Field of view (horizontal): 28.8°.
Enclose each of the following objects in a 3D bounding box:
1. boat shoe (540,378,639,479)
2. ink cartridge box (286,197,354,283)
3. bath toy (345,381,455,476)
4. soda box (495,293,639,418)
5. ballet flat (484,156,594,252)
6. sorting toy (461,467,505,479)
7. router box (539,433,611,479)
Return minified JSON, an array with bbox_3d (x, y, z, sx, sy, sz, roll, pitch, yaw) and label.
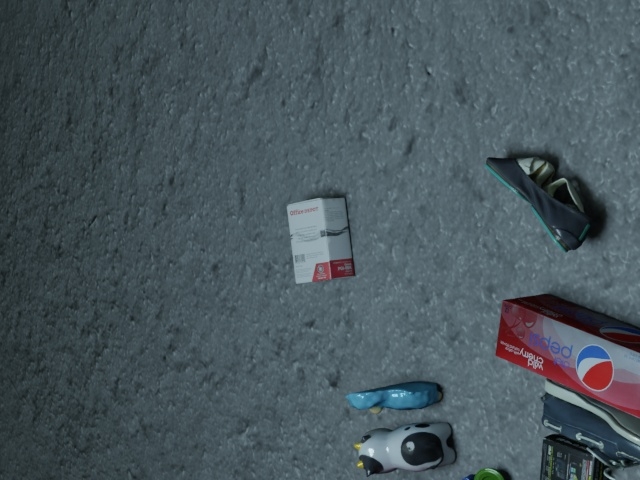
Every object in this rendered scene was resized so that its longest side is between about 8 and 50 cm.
[{"bbox_3d":[0.375,0.250,1.597,0.254,0.095,0.079,23,110,50],"label":"boat shoe"},{"bbox_3d":[0.000,0.000,2.080,0.099,0.056,0.135,-9,87,52],"label":"ink cartridge box"},{"bbox_3d":[0.131,0.394,1.897,0.151,0.129,0.348,-21,77,50],"label":"bath toy"},{"bbox_3d":[0.353,0.147,1.616,0.263,0.092,0.083,21,111,49],"label":"soda box"},{"bbox_3d":[0.302,-0.066,1.689,0.203,0.074,0.074,54,133,42],"label":"ballet flat"},{"bbox_3d":[0.239,0.369,1.835,0.061,0.042,0.102,46,117,20],"label":"sorting toy"},{"bbox_3d":[0.344,0.333,1.691,0.092,0.038,0.122,15,106,51],"label":"router box"}]
